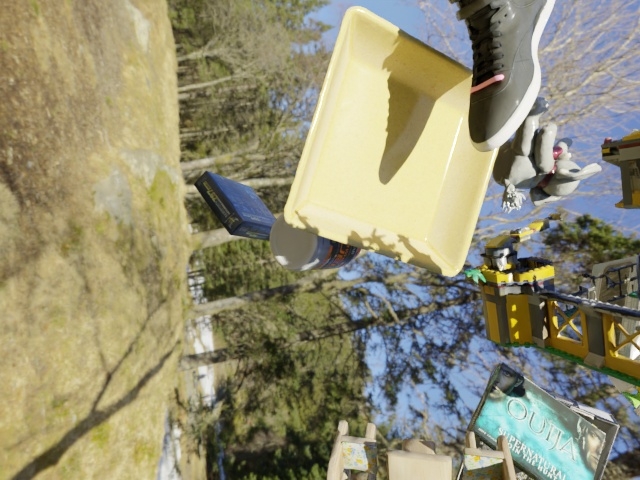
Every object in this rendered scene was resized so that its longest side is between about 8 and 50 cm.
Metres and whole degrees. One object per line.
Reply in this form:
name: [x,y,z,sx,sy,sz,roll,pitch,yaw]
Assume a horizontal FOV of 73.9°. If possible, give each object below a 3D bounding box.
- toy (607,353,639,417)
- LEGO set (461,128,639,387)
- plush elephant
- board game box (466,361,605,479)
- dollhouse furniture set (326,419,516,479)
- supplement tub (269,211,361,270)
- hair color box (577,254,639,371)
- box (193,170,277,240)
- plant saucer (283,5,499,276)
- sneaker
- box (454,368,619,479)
toy: [0.479,0.135,0.505,0.056,0.237,0.137,46,18,4]
LEGO set: [0.287,-0.025,0.326,0.255,0.331,0.192,-148,-132,-80]
plush elephant: [0.673,-0.233,1.284,0.272,0.255,0.330,129,-33,-75]
board game box: [0.334,0.295,0.656,0.186,0.126,0.026,35,-28,8]
dollhouse furniture set: [0.118,0.371,0.514,0.161,0.212,0.242,-55,143,-66]
supplement tub: [0.000,0.000,0.844,0.117,0.190,0.117,0,-90,34]
hair color box: [0.643,0.180,0.707,0.113,0.374,0.185,123,-13,-74]
box: [-0.218,-0.088,1.181,0.183,0.059,0.232,50,14,17]
plant saucer: [0.125,-0.140,0.696,0.081,0.332,0.333,14,-93,68]
sneaker: [0.224,-0.274,0.580,0.104,0.147,0.296,-2,-113,60]
box: [0.466,0.494,0.955,0.079,0.257,0.322,13,95,-69]
